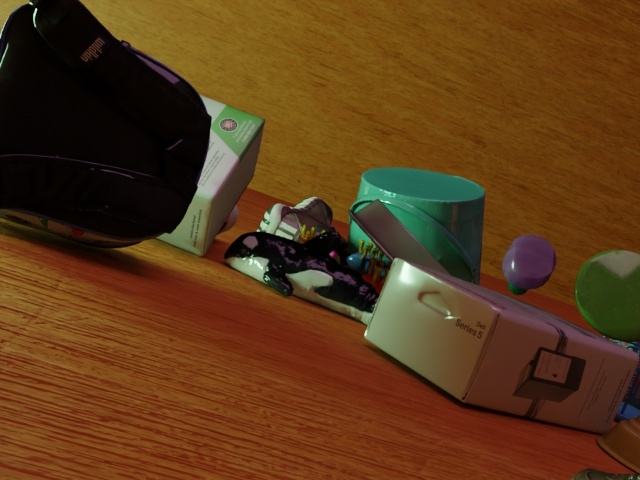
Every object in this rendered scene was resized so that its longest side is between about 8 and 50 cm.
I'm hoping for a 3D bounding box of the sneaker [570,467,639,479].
[{"bbox_3d":[0.276,0.216,0.791,0.066,0.071,0.188,18,6,-26],"label":"sneaker"}]

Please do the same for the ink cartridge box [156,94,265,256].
[{"bbox_3d":[-0.256,-0.130,1.452,0.289,0.121,0.211,22,45,6],"label":"ink cartridge box"}]

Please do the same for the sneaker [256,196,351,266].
[{"bbox_3d":[0.000,0.000,1.879,0.162,0.106,0.281,29,17,17],"label":"sneaker"}]

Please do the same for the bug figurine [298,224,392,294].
[{"bbox_3d":[0.050,0.045,1.664,0.216,0.072,0.279,17,8,-4],"label":"bug figurine"}]

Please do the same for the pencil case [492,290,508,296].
[{"bbox_3d":[0.300,0.115,1.977,0.152,0.064,0.070,21,-11,0],"label":"pencil case"}]

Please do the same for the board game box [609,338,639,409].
[{"bbox_3d":[0.528,0.191,1.575,0.210,0.160,0.047,17,6,-42],"label":"board game box"}]

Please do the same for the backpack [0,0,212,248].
[{"bbox_3d":[-0.270,-0.111,1.141,0.263,0.276,0.213,23,-9,-14],"label":"backpack"}]

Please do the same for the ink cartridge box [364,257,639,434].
[{"bbox_3d":[0.222,0.131,1.216,0.273,0.115,0.198,18,6,-37],"label":"ink cartridge box"}]

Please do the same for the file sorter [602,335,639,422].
[{"bbox_3d":[0.469,0.215,1.394,0.118,0.104,0.170,16,7,-38],"label":"file sorter"}]

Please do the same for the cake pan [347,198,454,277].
[{"bbox_3d":[0.163,0.040,1.626,0.293,0.054,0.293,46,4,-4],"label":"cake pan"}]

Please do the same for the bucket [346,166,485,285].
[{"bbox_3d":[0.185,-0.024,1.905,0.281,0.183,0.281,5,17,-2],"label":"bucket"}]

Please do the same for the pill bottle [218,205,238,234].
[{"bbox_3d":[-0.195,-0.050,1.588,0.086,0.086,0.152,23,6,22],"label":"pill bottle"}]

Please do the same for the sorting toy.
[{"bbox_3d":[0.410,0.103,1.309,0.365,0.127,0.126,21,-26,9],"label":"sorting toy"}]

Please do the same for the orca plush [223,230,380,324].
[{"bbox_3d":[0.004,0.037,1.391,0.287,0.102,0.151,25,6,32],"label":"orca plush"}]

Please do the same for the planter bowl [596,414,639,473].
[{"bbox_3d":[0.439,0.236,1.139,0.217,0.090,0.217,21,6,-2],"label":"planter bowl"}]
